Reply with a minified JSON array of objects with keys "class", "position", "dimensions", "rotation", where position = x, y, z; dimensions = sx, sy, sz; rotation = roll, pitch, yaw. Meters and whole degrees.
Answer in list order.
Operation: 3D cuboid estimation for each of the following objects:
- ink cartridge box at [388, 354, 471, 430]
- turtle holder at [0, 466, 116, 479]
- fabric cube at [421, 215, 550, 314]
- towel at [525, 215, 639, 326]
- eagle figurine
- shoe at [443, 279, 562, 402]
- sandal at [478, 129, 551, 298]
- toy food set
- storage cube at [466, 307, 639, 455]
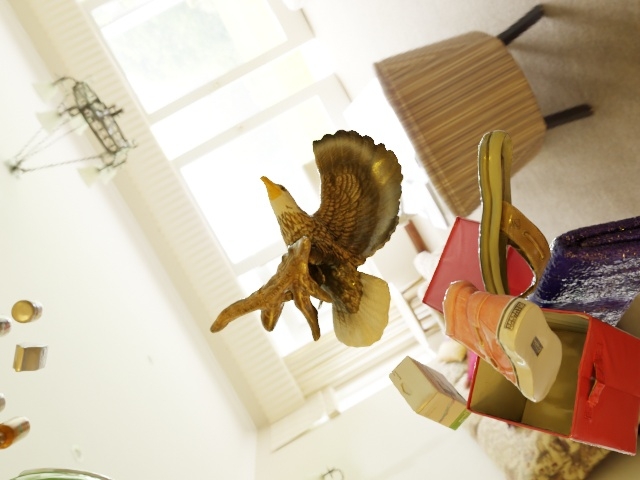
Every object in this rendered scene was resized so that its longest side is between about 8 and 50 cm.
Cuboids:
[{"class":"ink cartridge box","position":[0.311,0.430,1.642],"dimensions":[0.212,0.093,0.154],"rotation":[32,-169,-40]},{"class":"turtle holder","position":[-0.309,0.356,0.586],"dimensions":[0.227,0.321,0.243],"rotation":[150,118,-66]},{"class":"fabric cube","position":[0.460,0.109,1.456],"dimensions":[0.258,0.259,0.254],"rotation":[21,-177,-21]},{"class":"towel","position":[0.484,0.082,1.038],"dimensions":[0.308,0.228,0.076],"rotation":[85,171,-54]},{"class":"eagle figurine","position":[-0.004,-0.010,0.798],"dimensions":[0.298,0.227,0.225],"rotation":[-56,-37,-62]},{"class":"shoe","position":[0.182,0.099,0.580],"dimensions":[0.081,0.063,0.178],"rotation":[22,162,41]},{"class":"sandal","position":[0.265,-0.007,0.790],"dimensions":[0.120,0.086,0.302],"rotation":[18,-109,-66]},{"class":"toy food set","position":[-0.514,0.207,0.925],"dimensions":[0.104,0.111,0.232],"rotation":[143,135,-84]},{"class":"storage cube","position":[0.385,0.220,0.945],"dimensions":[0.193,0.183,0.215],"rotation":[23,166,-32]}]
